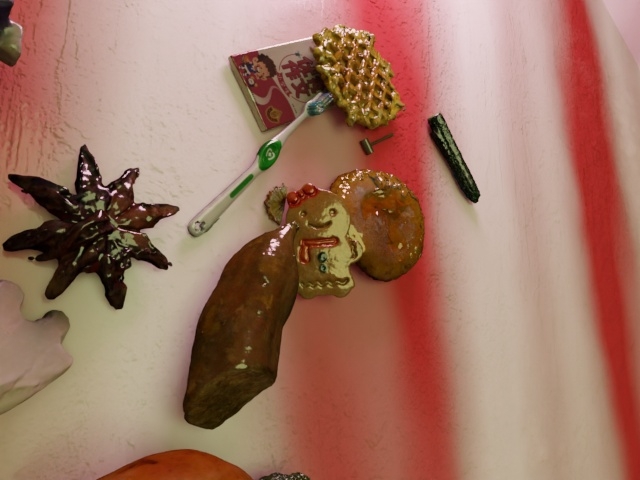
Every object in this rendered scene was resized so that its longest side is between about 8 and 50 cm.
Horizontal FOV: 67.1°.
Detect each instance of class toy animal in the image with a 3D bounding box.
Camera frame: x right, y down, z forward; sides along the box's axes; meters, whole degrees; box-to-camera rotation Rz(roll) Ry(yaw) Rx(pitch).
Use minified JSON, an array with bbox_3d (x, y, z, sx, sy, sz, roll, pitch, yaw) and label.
[{"bbox_3d":[-0.482,0.109,0.579,0.188,0.308,0.266,-34,78,4],"label":"toy animal"}]

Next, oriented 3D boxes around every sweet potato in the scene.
[{"bbox_3d":[-0.122,0.121,0.807,0.157,0.157,0.370,29,55,-25],"label":"sweet potato"}]

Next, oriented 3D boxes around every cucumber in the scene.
[{"bbox_3d":[0.345,-0.206,1.239,0.044,0.043,0.257,-34,100,-28],"label":"cucumber"}]

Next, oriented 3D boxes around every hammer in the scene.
[{"bbox_3d":[0.137,-0.232,1.129,0.110,0.019,0.036,-31,97,-39],"label":"hammer"}]

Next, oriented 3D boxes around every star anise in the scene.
[{"bbox_3d":[-0.334,-0.031,0.728,0.271,0.102,0.272,10,72,-33],"label":"star anise"}]

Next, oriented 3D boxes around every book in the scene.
[{"bbox_3d":[-0.063,-0.334,1.016,0.231,0.022,0.162,-29,97,-33],"label":"book"}]

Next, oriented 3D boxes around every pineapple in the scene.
[{"bbox_3d":[-0.088,-0.075,0.945,0.045,0.019,0.083,22,71,-31],"label":"pineapple"}]

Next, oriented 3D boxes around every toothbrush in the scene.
[{"bbox_3d":[-0.110,-0.159,0.933,0.418,0.040,0.042,-49,126,-23],"label":"toothbrush"}]

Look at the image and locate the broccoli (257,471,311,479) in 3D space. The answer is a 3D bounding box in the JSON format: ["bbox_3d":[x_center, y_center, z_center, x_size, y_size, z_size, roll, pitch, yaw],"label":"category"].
[{"bbox_3d":[-0.070,0.456,0.782,0.145,0.138,0.162,5,116,-42],"label":"broccoli"}]

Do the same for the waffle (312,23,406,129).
[{"bbox_3d":[0.087,-0.369,1.089,0.245,0.052,0.254,-30,98,-43],"label":"waffle"}]

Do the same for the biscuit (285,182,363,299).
[{"bbox_3d":[0.000,0.000,0.936,0.165,0.036,0.226,-1,84,-4],"label":"biscuit"}]

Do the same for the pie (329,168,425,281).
[{"bbox_3d":[0.128,-0.039,1.049,0.273,0.069,0.274,11,71,-34],"label":"pie"}]

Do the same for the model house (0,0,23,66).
[{"bbox_3d":[-0.527,-0.221,0.575,0.280,0.245,0.313,6,77,-40],"label":"model house"}]

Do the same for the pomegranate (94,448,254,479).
[{"bbox_3d":[-0.187,0.467,0.574,0.409,0.410,0.411,8,76,-31],"label":"pomegranate"}]
